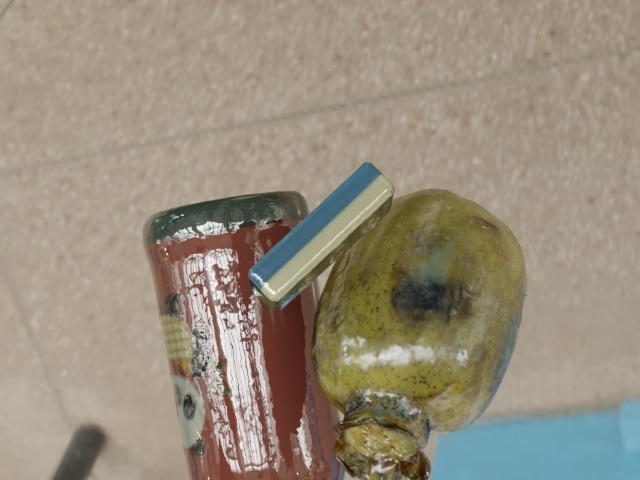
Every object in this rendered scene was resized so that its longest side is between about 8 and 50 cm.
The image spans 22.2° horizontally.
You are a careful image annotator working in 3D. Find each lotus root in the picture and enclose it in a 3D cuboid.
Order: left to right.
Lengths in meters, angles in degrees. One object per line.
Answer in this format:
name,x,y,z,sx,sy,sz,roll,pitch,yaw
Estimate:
lotus root,0.068,0.076,1.236,0.154,0.278,0.154,15,144,11

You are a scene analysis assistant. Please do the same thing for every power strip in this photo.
power strip,0.000,0.000,1.158,0.123,0.056,0.032,-42,80,-10

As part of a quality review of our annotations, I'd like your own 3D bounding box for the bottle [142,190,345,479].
bottle,-0.051,0.132,1.367,0.144,0.144,0.336,-12,87,19
